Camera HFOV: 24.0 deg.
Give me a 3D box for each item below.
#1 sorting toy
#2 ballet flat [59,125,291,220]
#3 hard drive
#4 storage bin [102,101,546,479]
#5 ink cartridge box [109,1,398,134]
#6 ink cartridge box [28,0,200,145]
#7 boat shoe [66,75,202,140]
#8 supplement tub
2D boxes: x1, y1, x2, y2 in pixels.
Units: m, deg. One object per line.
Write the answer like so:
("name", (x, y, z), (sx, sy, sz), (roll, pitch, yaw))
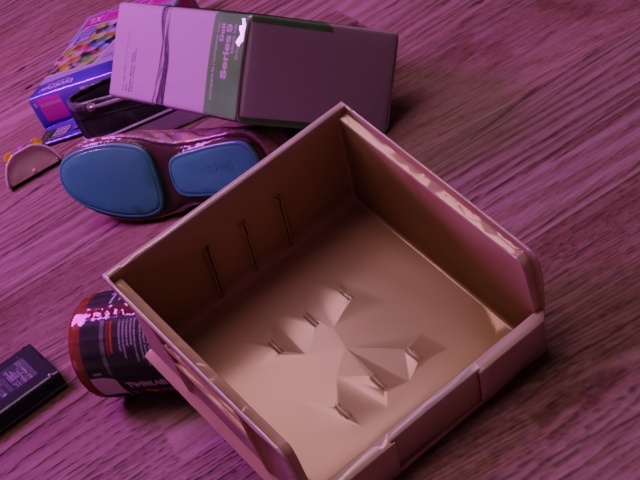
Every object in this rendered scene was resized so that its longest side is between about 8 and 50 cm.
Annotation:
("sorting toy", (-0.397, -0.110, 2.044), (0.083, 0.045, 0.075), (-30, 10, -6))
("ballet flat", (-0.160, -0.084, 1.754), (0.316, 0.108, 0.106), (1, 19, 33))
("hard drive", (-0.336, 0.166, 1.547), (0.135, 0.022, 0.094), (-36, 30, -16))
("storage bin", (0.010, 0.060, 1.249), (0.262, 0.123, 0.260), (-37, 54, -18))
("ink cartridge box", (-0.084, -0.202, 1.739), (0.211, 0.122, 0.289), (1, 10, -38))
("ink cartridge box", (-0.301, -0.257, 2.175), (0.185, 0.065, 0.311), (-14, 33, 23))
("boat shoe", (-0.184, -0.222, 1.969), (0.306, 0.105, 0.113), (-24, 29, 6))
("supplement tub", (-0.133, 0.090, 1.416), (0.197, 0.106, 0.106), (-9, 33, 30))
